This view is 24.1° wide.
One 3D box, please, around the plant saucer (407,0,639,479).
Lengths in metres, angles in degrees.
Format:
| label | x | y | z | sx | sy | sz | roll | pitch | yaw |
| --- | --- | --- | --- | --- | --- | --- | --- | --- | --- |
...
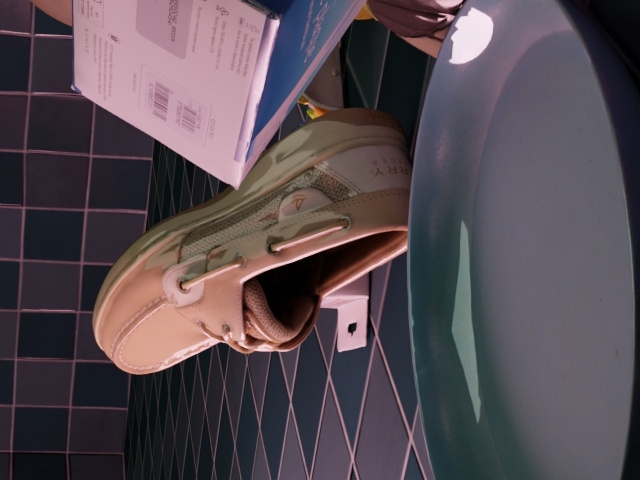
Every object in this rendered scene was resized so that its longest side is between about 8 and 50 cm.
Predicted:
| label | x | y | z | sx | sy | sz | roll | pitch | yaw |
| --- | --- | --- | --- | --- | --- | --- | --- | --- | --- |
| plant saucer | 0.107 | 0.026 | 0.754 | 0.317 | 0.043 | 0.318 | 178 | 90 | -77 |

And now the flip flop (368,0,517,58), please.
| label | x | y | z | sx | sy | sz | roll | pitch | yaw |
| --- | --- | --- | --- | --- | --- | --- | --- | --- | --- |
| flip flop | 0.096 | -0.181 | 0.779 | 0.080 | 0.112 | 0.277 | -58 | -11 | -30 |

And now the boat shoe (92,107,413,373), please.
| label | x | y | z | sx | sy | sz | roll | pitch | yaw |
| --- | --- | --- | --- | --- | --- | --- | --- | --- | --- |
| boat shoe | -0.058 | 0.031 | 1.146 | 0.341 | 0.121 | 0.110 | -38 | 57 | 37 |

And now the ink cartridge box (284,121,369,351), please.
| label | x | y | z | sx | sy | sz | roll | pitch | yaw |
| --- | --- | --- | --- | --- | --- | --- | --- | --- | --- |
| ink cartridge box | 0.000 | 0.000 | 1.252 | 0.104 | 0.061 | 0.181 | 149 | 122 | -75 |

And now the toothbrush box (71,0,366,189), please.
| label | x | y | z | sx | sy | sz | roll | pitch | yaw |
| --- | --- | --- | --- | --- | --- | --- | --- | --- | --- |
| toothbrush box | -0.011 | -0.210 | 0.855 | 0.296 | 0.126 | 0.216 | -58 | -4 | -23 |

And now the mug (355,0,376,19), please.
| label | x | y | z | sx | sy | sz | roll | pitch | yaw |
| --- | --- | --- | --- | --- | --- | --- | --- | --- | --- |
| mug | 0.034 | -0.215 | 1.186 | 0.062 | 0.078 | 0.064 | -48 | -17 | -55 |

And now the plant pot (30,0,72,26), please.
| label | x | y | z | sx | sy | sz | roll | pitch | yaw |
| --- | --- | --- | --- | --- | --- | --- | --- | --- | --- |
| plant pot | -0.137 | -0.368 | 1.185 | 0.280 | 0.323 | 0.323 | 77 | -175 | -55 |

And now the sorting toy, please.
| label | x | y | z | sx | sy | sz | roll | pitch | yaw |
| --- | --- | --- | --- | --- | --- | --- | --- | --- | --- |
| sorting toy | 0.002 | -0.131 | 1.349 | 0.075 | 0.044 | 0.083 | 74 | -170 | -62 |
